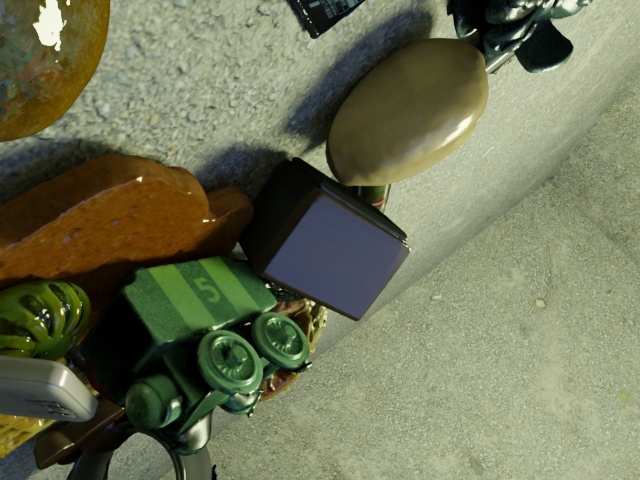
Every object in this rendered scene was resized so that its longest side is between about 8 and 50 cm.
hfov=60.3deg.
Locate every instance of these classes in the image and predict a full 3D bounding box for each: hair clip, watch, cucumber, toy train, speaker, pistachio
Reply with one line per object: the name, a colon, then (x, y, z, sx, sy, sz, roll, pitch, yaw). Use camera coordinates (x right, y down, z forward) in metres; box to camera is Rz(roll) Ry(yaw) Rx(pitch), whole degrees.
hair clip: (0.298, -0.378, 0.788, 0.310, 0.194, 0.206, -30, 149, -22)
watch: (-0.396, 0.499, 1.233, 0.335, 0.327, 0.314, -40, 163, -2)
cucumber: (-0.074, 0.073, 1.006, 0.062, 0.078, 0.211, -15, 169, 29)
toy train: (-0.159, 0.139, 0.765, 0.167, 0.238, 0.299, -47, 163, 23)
speaker: (0.000, 0.000, 0.928, 0.231, 0.153, 0.192, 30, 102, -35)
pistachio: (0.139, -0.204, 0.896, 0.299, 0.187, 0.187, -35, 163, 1)

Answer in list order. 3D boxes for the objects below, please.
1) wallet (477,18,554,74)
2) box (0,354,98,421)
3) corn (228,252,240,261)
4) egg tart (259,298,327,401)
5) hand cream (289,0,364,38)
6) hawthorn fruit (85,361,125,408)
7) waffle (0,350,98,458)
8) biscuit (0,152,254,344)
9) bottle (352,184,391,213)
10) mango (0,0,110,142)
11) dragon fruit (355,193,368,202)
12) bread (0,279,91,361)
wallet: (0.349, -0.374, 1.051, 0.231, 0.069, 0.170, -40, -179, 10)
box: (-0.387, 0.145, 0.566, 0.285, 0.044, 0.142, 7, 150, -2)
corn: (-0.191, 0.150, 1.000, 0.092, 0.092, 0.280, -10, 109, -58)
egg tart: (-0.172, 0.190, 1.164, 0.339, 0.153, 0.351, 6, 113, -25)
hand cream: (0.081, -0.339, 0.617, 0.270, 0.061, 0.120, -37, 162, 9)
hawthorn fruit: (-0.321, 0.209, 0.960, 0.188, 0.169, 0.169, -7, -171, 42)
waffle: (-0.498, 0.272, 0.922, 0.221, 0.055, 0.248, -34, 162, -18)
biscuit: (-0.288, 0.032, 0.733, 0.350, 0.078, 0.455, -46, 162, 10)
bottle: (0.107, -0.123, 1.148, 0.082, 0.082, 0.286, -36, 163, -12)
mango: (-0.218, -0.178, 0.264, 0.193, 0.146, 0.316, -36, 148, -15)
dragon fruit: (0.038, -0.008, 1.134, 0.182, 0.188, 0.182, -24, -158, 10)
bread: (-0.323, 0.102, 0.620, 0.130, 0.071, 0.139, -23, 157, -53)
